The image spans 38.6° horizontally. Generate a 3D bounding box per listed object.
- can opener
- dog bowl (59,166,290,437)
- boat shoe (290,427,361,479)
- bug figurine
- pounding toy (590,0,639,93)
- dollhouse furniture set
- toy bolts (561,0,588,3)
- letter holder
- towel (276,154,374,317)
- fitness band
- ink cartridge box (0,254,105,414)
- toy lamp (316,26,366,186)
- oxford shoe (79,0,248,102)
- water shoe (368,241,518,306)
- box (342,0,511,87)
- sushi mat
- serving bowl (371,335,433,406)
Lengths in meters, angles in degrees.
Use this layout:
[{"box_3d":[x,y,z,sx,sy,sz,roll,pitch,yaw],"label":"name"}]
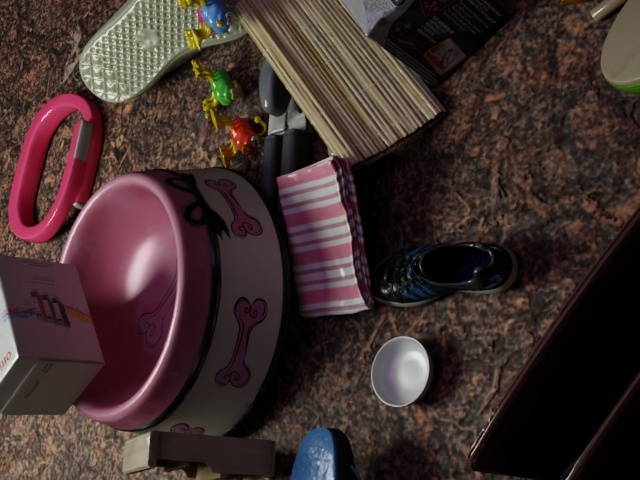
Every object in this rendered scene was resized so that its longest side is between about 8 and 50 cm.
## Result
[{"box_3d":[-0.060,-0.133,1.291,0.074,0.093,0.280,-11,72,43],"label":"can opener"},{"box_3d":[-0.229,0.084,1.273,0.408,0.150,0.408,-15,70,45],"label":"dog bowl"},{"box_3d":[0.017,0.347,1.046,0.109,0.089,0.258,-14,70,51],"label":"boat shoe"},{"box_3d":[-0.146,-0.260,1.352,0.072,0.279,0.216,-17,35,-10],"label":"bug figurine"},{"box_3d":[0.389,-0.220,0.937,0.183,0.110,0.237,-46,20,33],"label":"pounding toy"},{"box_3d":[-0.150,0.358,1.083,0.212,0.161,0.242,-33,51,57],"label":"dollhouse furniture set"},{"box_3d":[0.275,-0.415,1.050,0.228,0.158,0.218,-45,50,20],"label":"toy bolts"},{"box_3d":[0.297,0.128,0.790,0.152,0.214,0.302,41,102,42],"label":"letter holder"},{"box_3d":[0.000,0.000,1.169,0.144,0.029,0.197,-15,84,53],"label":"towel"},{"box_3d":[-0.492,-0.135,1.695,0.209,0.054,0.291,-1,73,44],"label":"fitness band"},{"box_3d":[-0.392,0.130,1.231,0.128,0.127,0.176,-48,50,29],"label":"ink cartridge box"},{"box_3d":[0.016,-0.205,1.258,0.080,0.080,0.275,-20,64,35],"label":"toy lamp"},{"box_3d":[-0.212,-0.378,1.482,0.449,0.169,0.130,-27,22,29],"label":"oxford shoe"},{"box_3d":[0.128,0.030,1.067,0.203,0.080,0.073,-12,66,38],"label":"water shoe"},{"box_3d":[0.102,-0.350,1.174,0.142,0.163,0.247,-43,51,19],"label":"box"},{"box_3d":[0.020,-0.241,1.218,0.151,0.019,0.316,-32,66,-4],"label":"sushi mat"},{"box_3d":[0.101,0.157,1.079,0.083,0.027,0.083,-16,63,36],"label":"serving bowl"}]
